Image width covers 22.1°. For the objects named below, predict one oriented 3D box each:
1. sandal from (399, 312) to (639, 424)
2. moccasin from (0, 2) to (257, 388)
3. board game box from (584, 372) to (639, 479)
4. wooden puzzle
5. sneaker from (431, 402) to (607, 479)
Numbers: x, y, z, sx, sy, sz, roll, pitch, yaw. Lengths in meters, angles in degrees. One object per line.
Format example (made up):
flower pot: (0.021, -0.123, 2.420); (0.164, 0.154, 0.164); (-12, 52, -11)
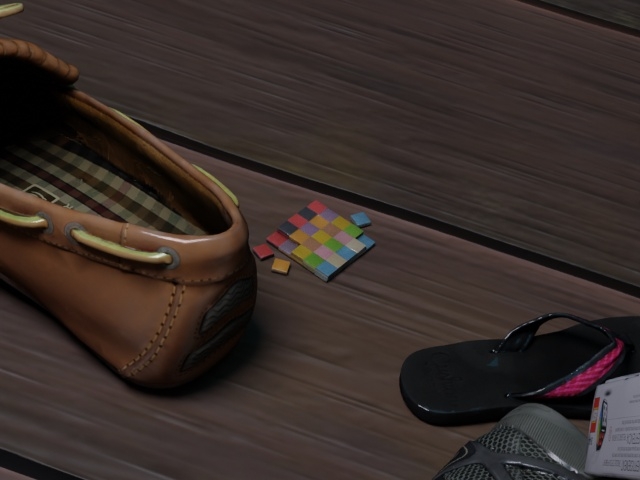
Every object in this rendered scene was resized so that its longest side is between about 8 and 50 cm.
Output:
sandal: (0.134, 0.070, 0.950); (0.179, 0.040, 0.067); (-6, 45, -19)
moccasin: (-0.195, -0.066, 0.941); (0.380, 0.147, 0.139); (38, 48, 25)
board game box: (0.282, 0.110, 0.720); (0.305, 0.193, 0.053); (11, 84, 3)
wooden puzzle: (0.000, 0.000, 1.019); (0.049, 0.006, 0.083); (33, 47, 22)
sneaker: (0.134, 0.182, 0.801); (0.130, 0.087, 0.227); (-28, 52, -33)
